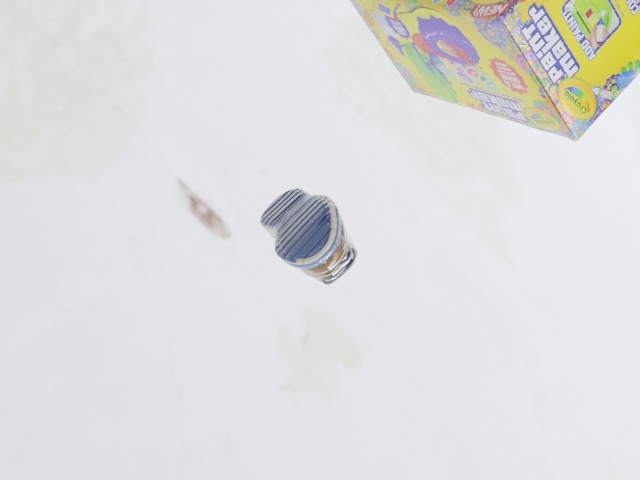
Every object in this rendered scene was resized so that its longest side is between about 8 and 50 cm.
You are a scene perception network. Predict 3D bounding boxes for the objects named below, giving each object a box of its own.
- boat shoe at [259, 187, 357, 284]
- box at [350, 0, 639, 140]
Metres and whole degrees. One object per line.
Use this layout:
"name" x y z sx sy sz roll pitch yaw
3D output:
"boat shoe" 0.000 0.000 1.286 0.066 0.066 0.183 45 -177 -17
"box" 0.231 -0.285 1.569 0.290 0.279 0.177 25 159 54
